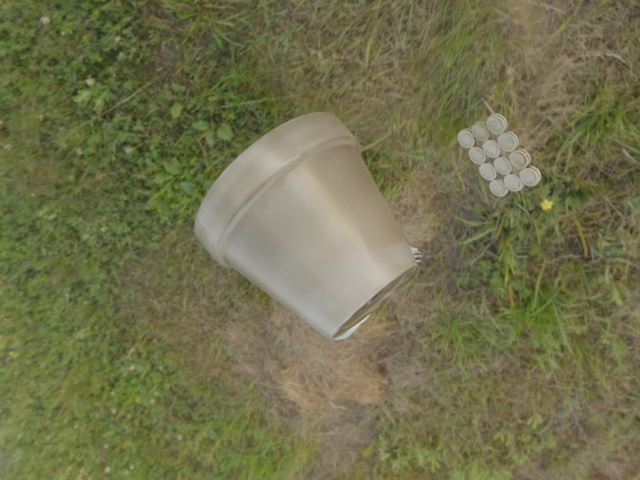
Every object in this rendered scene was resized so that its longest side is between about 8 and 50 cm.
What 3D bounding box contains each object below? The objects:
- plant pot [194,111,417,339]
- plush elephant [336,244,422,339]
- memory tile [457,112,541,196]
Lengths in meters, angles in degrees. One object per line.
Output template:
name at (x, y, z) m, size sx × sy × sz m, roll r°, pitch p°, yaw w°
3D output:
plant pot at (0.000, 0.000, 0.954) m, size 0.280 × 0.323 × 0.323 m, roll 49°, pitch 128°, yaw 14°
plush elephant at (0.047, 0.081, 1.370) m, size 0.329 × 0.272 × 0.256 m, roll 22°, pitch 103°, yaw 8°
memory tile at (0.321, -0.152, 1.025) m, size 0.148 × 0.012 × 0.113 m, roll 55°, pitch 151°, yaw -6°
